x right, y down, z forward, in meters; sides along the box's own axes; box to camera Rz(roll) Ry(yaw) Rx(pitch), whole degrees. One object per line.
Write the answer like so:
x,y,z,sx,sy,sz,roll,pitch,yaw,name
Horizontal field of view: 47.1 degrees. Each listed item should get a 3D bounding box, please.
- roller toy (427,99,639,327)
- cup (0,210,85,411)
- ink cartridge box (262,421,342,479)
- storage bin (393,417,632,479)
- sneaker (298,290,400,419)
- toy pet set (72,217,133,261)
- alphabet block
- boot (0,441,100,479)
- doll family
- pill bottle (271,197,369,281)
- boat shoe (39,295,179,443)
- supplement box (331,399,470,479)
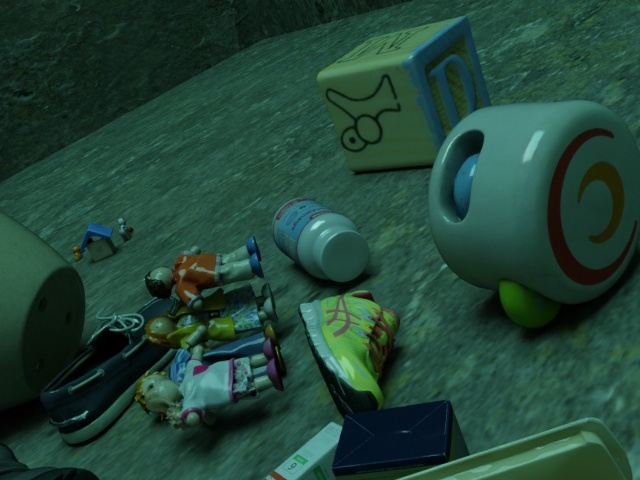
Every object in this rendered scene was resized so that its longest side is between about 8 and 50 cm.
0.209,-0.041,0.722,0.209,0.191,0.146,-36,25,-28,roller toy
-0.448,0.094,0.943,0.237,0.331,0.331,8,29,7,cup
-0.013,0.200,0.561,0.115,0.063,0.029,-35,23,-27,ink cartridge box
0.078,0.235,0.322,0.260,0.123,0.262,-21,22,6,storage bin
0.037,0.098,0.722,0.094,0.081,0.208,-21,22,-2,sneaker
-0.433,-0.008,1.413,0.122,0.065,0.114,-23,22,0,toy pet set
0.145,-0.241,1.235,0.197,0.192,0.193,1,30,42,alphabet block
-0.359,0.306,0.618,0.222,0.118,0.338,-6,17,40,boot
-0.127,0.122,0.817,0.163,0.118,0.263,-16,41,1,doll family
0.000,0.000,0.962,0.087,0.087,0.160,-29,24,-14,pill bottle
-0.249,0.135,0.905,0.095,0.079,0.254,-8,27,32,boat shoe
0.064,0.170,0.530,0.083,0.083,0.056,-14,24,21,supplement box
